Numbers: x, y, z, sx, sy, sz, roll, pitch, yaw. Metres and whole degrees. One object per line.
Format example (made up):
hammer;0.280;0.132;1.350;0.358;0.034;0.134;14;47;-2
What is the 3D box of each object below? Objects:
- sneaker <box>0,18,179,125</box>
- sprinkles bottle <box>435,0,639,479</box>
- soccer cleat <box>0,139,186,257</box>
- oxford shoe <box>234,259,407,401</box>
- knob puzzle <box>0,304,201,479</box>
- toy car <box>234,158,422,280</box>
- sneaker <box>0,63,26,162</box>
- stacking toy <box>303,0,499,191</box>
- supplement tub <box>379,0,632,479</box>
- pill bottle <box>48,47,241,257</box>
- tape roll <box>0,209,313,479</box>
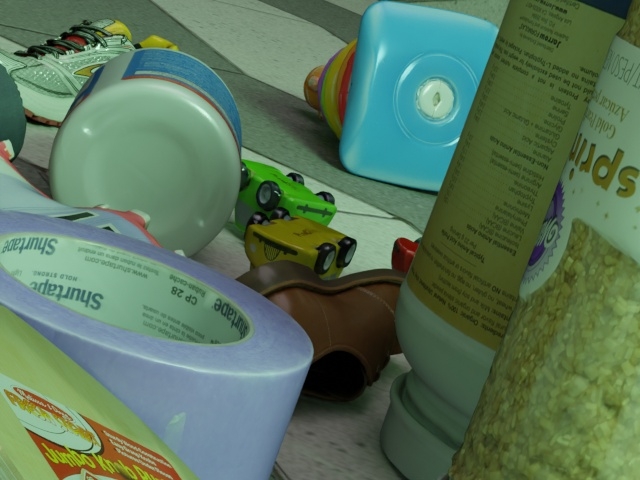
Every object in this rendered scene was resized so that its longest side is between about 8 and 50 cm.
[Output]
sneaker;-0.209;-0.148;1.539;0.088;0.093;0.225;29;16;36
sprinkles bottle;0.151;0.011;0.803;0.121;0.355;0.121;19;12;-4
soccer cleat;-0.168;0.006;1.024;0.248;0.083;0.095;33;47;32
oxford shoe;0.013;0.062;1.090;0.076;0.076;0.212;58;24;18
knob puzzle;-0.085;0.093;0.685;0.213;0.030;0.213;44;5;-5
toy car;0.000;0.000;1.325;0.239;0.053;0.225;11;15;-38
sneaker;-0.346;-0.106;1.183;0.319;0.112;0.131;21;29;19
stacking toy;0.055;-0.149;1.897;0.165;0.175;0.302;9;2;-23
supplement tub;0.174;-0.003;0.989;0.228;0.316;0.228;19;13;-4
pill bottle;-0.115;-0.066;1.263;0.124;0.124;0.221;18;13;-6
tape roll;-0.104;0.057;0.861;0.189;0.080;0.189;18;12;-4
